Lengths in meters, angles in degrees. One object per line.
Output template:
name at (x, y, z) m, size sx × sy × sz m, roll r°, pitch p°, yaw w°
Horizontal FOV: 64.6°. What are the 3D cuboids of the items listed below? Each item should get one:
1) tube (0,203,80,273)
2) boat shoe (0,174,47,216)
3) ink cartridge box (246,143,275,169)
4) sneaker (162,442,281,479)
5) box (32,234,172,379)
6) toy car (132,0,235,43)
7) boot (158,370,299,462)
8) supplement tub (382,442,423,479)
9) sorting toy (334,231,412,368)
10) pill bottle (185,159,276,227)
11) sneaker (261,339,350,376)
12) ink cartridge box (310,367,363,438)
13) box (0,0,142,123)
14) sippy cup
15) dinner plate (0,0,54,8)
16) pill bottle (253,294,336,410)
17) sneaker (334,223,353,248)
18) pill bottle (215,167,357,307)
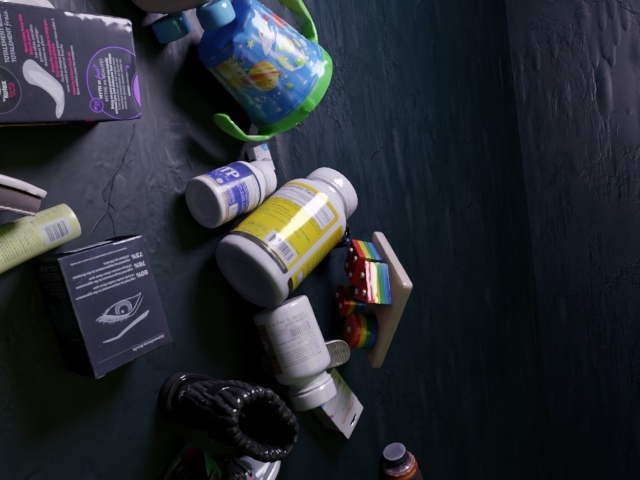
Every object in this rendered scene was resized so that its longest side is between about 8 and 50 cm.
tube at (-0.496, 0.014, 0.775) m, size 0.240 × 0.070 × 0.062 m, roll -35°, pitch 142°, yaw -42°
boat shoe at (-0.550, -0.064, 0.676) m, size 0.324 × 0.116 × 0.097 m, roll 11°, pitch 83°, yaw -44°
ink cartridge box at (-0.141, -0.186, 1.220) m, size 0.048 × 0.028 × 0.083 m, roll -34°, pitch 112°, yaw -45°
sneaker at (-0.207, 0.472, 1.024) m, size 0.295 × 0.123 × 0.179 m, roll -32°, pitch 120°, yaw -45°
box at (-0.370, 0.108, 0.869) m, size 0.153 × 0.108 × 0.207 m, roll -22°, pitch 103°, yaw -48°
toy car at (-0.257, -0.555, 1.005) m, size 0.238 × 0.210 × 0.219 m, roll -68°, pitch 144°, yaw -44°
boot at (-0.123, 0.354, 1.016) m, size 0.348 × 0.260 × 0.131 m, roll 24°, pitch 69°, yaw -45°
supplement tub at (0.252, 0.715, 1.539) m, size 0.106 × 0.106 × 0.198 m, roll -37°, pitch 114°, yaw -44°
sorting toy at (0.116, 0.144, 1.299) m, size 0.089 × 0.255 × 0.257 m, roll 8°, pitch 118°, yaw -16°
pill bottle at (-0.187, -0.109, 1.097) m, size 0.186 × 0.112 × 0.112 m, roll -33°, pitch 111°, yaw -46°
sneaker at (-0.047, 0.296, 1.258) m, size 0.222 × 0.118 × 0.083 m, roll -3°, pitch 79°, yaw -20°
ink cartridge box at (0.033, 0.429, 1.342) m, size 0.181 × 0.061 × 0.104 m, roll 58°, pitch 49°, yaw -28°
box at (-0.440, -0.262, 0.780) m, size 0.270 × 0.143 × 0.165 m, roll -18°, pitch 110°, yaw -49°
sippy cup at (-0.131, -0.387, 1.093) m, size 0.224 × 0.240 × 0.306 m, roll 32°, pitch 39°, yaw -43°
dinner plate at (-0.492, -0.358, 0.840) m, size 0.141 × 0.017 × 0.141 m, roll 8°, pitch 80°, yaw -48°
pill bottle at (-0.051, 0.251, 1.129) m, size 0.131 × 0.131 × 0.229 m, roll -20°, pitch 89°, yaw -48°
sneaker at (0.000, 0.000, 1.297) m, size 0.217 × 0.121 × 0.079 m, roll -31°, pitch 109°, yaw -46°
pill bottle at (-0.063, -0.020, 1.153) m, size 0.334 × 0.187 × 0.188 m, roll -46°, pitch 120°, yaw -34°
